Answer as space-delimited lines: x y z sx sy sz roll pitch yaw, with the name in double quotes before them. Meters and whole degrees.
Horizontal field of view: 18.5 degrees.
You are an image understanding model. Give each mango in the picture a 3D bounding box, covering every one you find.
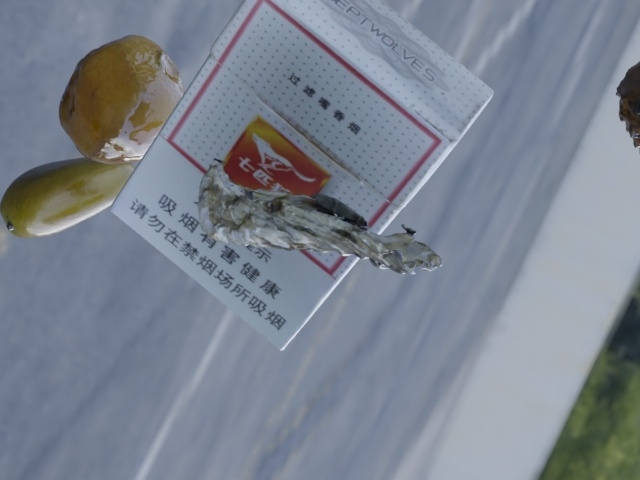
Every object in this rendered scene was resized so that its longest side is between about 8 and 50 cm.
"mango" -0.282 -0.054 2.203 0.103 0.161 0.076 -146 -142 -77

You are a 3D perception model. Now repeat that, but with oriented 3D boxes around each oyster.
"oyster" 0.002 -0.003 1.487 0.106 0.200 0.061 18 91 -43

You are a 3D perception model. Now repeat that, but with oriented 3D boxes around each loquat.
"loquat" -0.201 -0.139 1.988 0.113 0.137 0.137 -7 124 -59

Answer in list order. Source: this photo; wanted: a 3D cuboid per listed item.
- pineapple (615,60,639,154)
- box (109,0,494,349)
"pineapple" 0.340 -0.029 1.528 0.130 0.277 0.119 -33 -158 -5
"box" -0.025 -0.076 1.702 0.330 0.210 0.095 -51 180 44
